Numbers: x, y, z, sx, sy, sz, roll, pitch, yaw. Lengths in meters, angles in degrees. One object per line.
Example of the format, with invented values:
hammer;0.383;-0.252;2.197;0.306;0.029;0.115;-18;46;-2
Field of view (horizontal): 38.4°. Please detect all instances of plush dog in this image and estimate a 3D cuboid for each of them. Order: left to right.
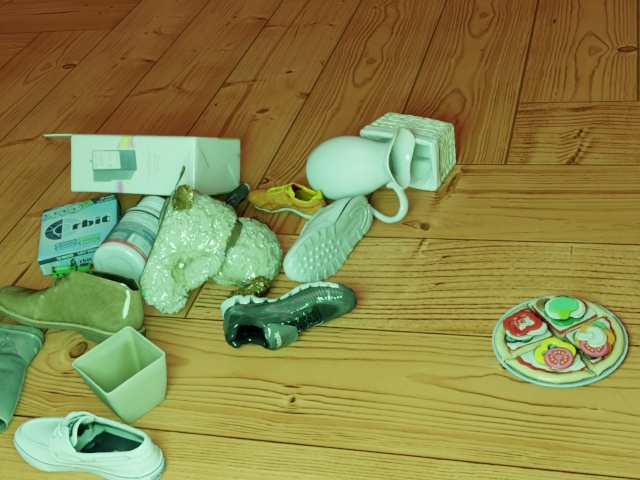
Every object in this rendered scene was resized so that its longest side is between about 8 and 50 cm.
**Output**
plush dog;-0.173;0.004;1.619;0.225;0.211;0.262;21;45;-14

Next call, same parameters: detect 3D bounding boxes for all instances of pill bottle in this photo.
pill bottle;-0.341;0.000;1.731;0.107;0.108;0.180;2;37;18

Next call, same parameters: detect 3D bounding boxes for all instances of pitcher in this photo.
pitcher;0.078;-0.117;1.770;0.207;0.178;0.125;-4;-7;36

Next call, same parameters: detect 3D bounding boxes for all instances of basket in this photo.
basket;0.178;-0.183;1.832;0.167;0.113;0.103;15;41;31

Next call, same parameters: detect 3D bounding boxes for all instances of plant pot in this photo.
plant pot;-0.300;0.217;1.430;0.109;0.096;0.109;-35;42;-28

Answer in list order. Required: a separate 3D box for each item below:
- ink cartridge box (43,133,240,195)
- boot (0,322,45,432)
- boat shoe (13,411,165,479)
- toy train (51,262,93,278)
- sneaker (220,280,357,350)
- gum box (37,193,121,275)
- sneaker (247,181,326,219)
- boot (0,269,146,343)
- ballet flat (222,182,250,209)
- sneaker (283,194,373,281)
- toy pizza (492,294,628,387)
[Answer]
ink cartridge box;-0.364;-0.156;1.875;0.353;0.119;0.207;4;6;21
boot;-0.568;0.228;1.524;0.189;0.076;0.209;-2;43;12
boat shoe;-0.347;0.290;1.354;0.258;0.084;0.095;4;39;20
toy train;-0.478;0.057;1.762;0.083;0.024;0.017;-6;36;7
sneaker;-0.054;0.132;1.501;0.234;0.078;0.106;-9;39;9
gum box;-0.480;-0.015;1.847;0.156;0.041;0.184;-14;36;-4
sneaker;-0.066;-0.089;1.811;0.175;0.067;0.064;7;41;26
boot;-0.435;0.097;1.593;0.305;0.115;0.112;8;14;21
ballet flat;-0.178;-0.055;1.825;0.049;0.057;0.173;35;44;-5
sneaker;0.000;0.000;1.671;0.094;0.090;0.235;3;33;40
toy pizza;0.363;0.144;1.400;0.201;0.032;0.201;-8;36;6
